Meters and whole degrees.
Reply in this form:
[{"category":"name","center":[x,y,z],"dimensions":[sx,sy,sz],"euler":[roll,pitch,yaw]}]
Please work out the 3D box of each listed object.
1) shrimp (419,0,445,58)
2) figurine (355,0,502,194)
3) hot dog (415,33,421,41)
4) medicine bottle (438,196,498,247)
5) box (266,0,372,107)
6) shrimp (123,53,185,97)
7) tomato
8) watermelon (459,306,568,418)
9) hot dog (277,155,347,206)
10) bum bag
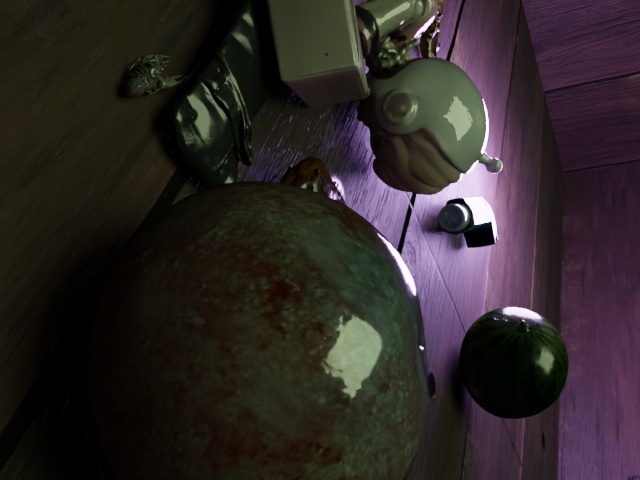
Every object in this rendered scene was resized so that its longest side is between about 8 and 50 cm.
[{"category":"shrimp","center":[0.239,-0.542,1.513],"dimensions":[0.152,0.062,0.288],"euler":[-17,109,-67]},{"category":"figurine","center":[0.158,-0.250,1.143],"dimensions":[0.253,0.210,0.362],"euler":[-46,122,-57]},{"category":"hot dog","center":[0.176,-0.532,1.420],"dimensions":[0.092,0.062,0.236],"euler":[-32,109,-62]},{"category":"medicine bottle","center":[0.347,-0.042,1.602],"dimensions":[0.258,0.079,0.124],"euler":[-4,87,-63]},{"category":"box","center":[-0.001,-0.294,0.889],"dimensions":[0.251,0.106,0.203],"euler":[-36,117,-83]},{"category":"shrimp","center":[-0.171,-0.168,0.687],"dimensions":[0.038,0.029,0.092],"euler":[67,24,-11]},{"category":"tomato","center":[-0.050,0.106,0.591],"dimensions":[0.316,0.282,0.317],"euler":[-9,90,-76]},{"category":"watermelon","center":[0.423,0.267,1.498],"dimensions":[0.242,0.242,0.243],"euler":[26,60,-58]},{"category":"hot dog","center":[0.001,0.001,0.895],"dimensions":[0.227,0.099,0.160],"euler":[67,30,-24]},{"category":"bum bag","center":[-0.101,-0.174,0.785],"dimensions":[0.123,0.059,0.248],"euler":[63,33,-44]}]
